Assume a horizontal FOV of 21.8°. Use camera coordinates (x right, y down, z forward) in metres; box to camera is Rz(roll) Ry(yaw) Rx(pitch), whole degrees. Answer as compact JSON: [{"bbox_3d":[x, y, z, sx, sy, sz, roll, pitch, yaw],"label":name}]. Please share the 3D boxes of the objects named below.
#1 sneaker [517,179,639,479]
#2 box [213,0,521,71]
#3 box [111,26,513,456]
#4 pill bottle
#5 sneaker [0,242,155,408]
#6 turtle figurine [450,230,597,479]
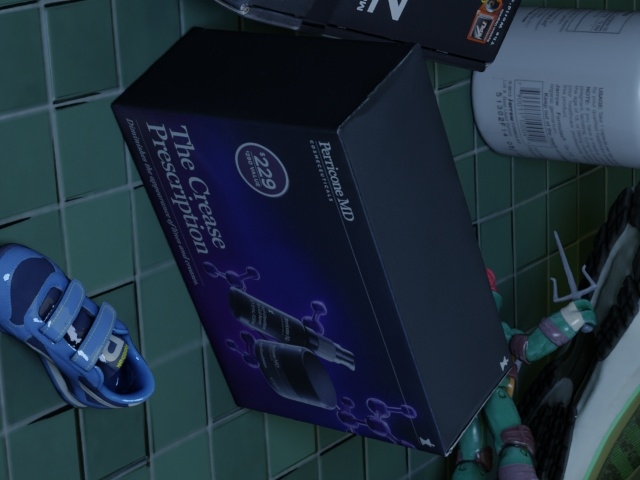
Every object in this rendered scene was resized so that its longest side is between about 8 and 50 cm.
[{"bbox_3d":[0.286,0.147,1.416,0.158,0.182,0.410,-93,-161,-55],"label":"sneaker"},{"bbox_3d":[0.088,-0.323,1.118,0.318,0.097,0.395,5,114,-55],"label":"box"},{"bbox_3d":[0.000,0.000,1.086,0.103,0.184,0.261,-51,134,-38],"label":"box"},{"bbox_3d":[0.253,-0.126,1.383,0.131,0.229,0.131,-16,110,-53],"label":"pill bottle"},{"bbox_3d":[-0.148,0.052,0.993,0.053,0.059,0.144,-61,139,-24],"label":"sneaker"},{"bbox_3d":[0.149,0.115,1.386,0.118,0.175,0.234,8,68,-13],"label":"turtle figurine"}]
